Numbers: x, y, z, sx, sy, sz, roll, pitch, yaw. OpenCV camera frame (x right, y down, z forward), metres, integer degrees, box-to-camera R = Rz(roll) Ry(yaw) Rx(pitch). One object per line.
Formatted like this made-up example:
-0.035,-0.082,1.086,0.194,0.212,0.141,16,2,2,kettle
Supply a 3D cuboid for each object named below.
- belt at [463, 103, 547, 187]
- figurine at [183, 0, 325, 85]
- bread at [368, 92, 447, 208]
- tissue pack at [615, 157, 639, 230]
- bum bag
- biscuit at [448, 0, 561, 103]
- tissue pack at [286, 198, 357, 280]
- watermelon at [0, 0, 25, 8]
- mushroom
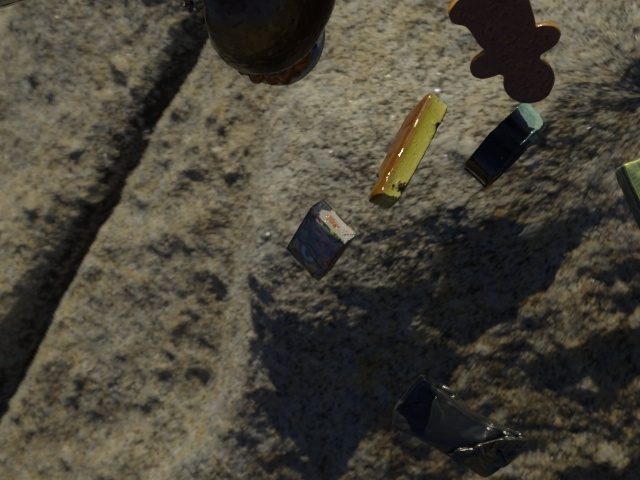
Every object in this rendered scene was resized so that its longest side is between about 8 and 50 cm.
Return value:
0.393,-0.201,1.635,0.078,0.151,0.198,45,131,11,belt
-0.125,-0.454,1.465,0.225,0.382,0.205,24,78,23,figurine
0.146,-0.148,1.342,0.049,0.226,0.088,33,157,-10,bread
0.647,-0.036,1.472,0.081,0.185,0.257,-24,85,18,tissue pack
0.259,0.359,1.475,0.248,0.060,0.123,31,102,1,bum bag
0.332,-0.348,1.364,0.166,0.036,0.250,-24,120,25,biscuit
0.000,0.000,1.648,0.108,0.060,0.148,45,139,11,tissue pack
-0.249,-0.276,0.453,0.285,0.285,0.285,4,101,23,watermelon
-0.148,-0.417,1.195,0.357,0.331,0.334,-13,134,-11,mushroom
